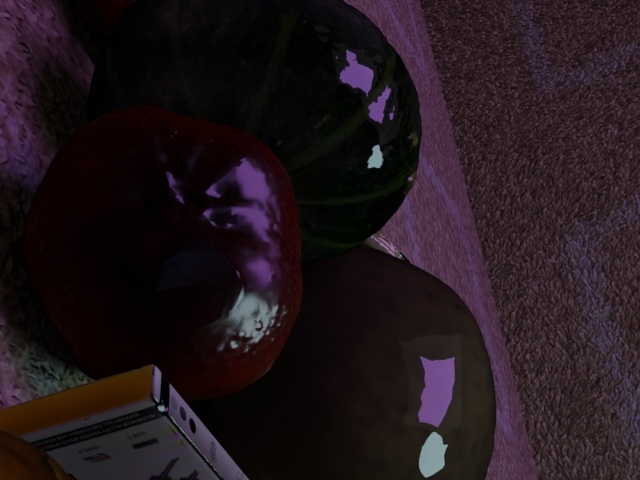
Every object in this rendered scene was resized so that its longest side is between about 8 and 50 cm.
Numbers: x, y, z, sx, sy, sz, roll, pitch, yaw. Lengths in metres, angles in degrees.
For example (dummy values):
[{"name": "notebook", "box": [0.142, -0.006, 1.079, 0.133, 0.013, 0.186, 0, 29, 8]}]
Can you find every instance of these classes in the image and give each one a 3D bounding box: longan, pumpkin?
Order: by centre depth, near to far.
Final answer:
[{"name": "pumpkin", "box": [-0.057, -0.106, 1.268, 0.207, 0.300, 0.300, -72, 143, -52]}, {"name": "longan", "box": [0.028, 0.143, 1.370, 0.350, 0.288, 0.288, -99, 165, -63]}]

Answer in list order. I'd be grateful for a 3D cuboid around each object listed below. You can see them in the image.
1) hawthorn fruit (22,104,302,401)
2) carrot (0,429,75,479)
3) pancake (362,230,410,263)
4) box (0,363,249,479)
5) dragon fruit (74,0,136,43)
[{"name": "hawthorn fruit", "box": [-0.110, 0.031, 1.124, 0.266, 0.210, 0.230, 75, -2, -60]}, {"name": "carrot", "box": [-0.145, 0.232, 0.905, 0.114, 0.114, 0.302, -95, 160, -44]}, {"name": "pancake", "box": [0.001, 0.000, 1.596, 0.282, 0.049, 0.282, 38, -21, 18]}, {"name": "box", "box": [-0.120, 0.184, 1.021, 0.033, 0.129, 0.247, -94, 159, -43]}, {"name": "dragon fruit", "box": [-0.140, -0.279, 1.372, 0.198, 0.269, 0.200, 40, 53, 10]}]
